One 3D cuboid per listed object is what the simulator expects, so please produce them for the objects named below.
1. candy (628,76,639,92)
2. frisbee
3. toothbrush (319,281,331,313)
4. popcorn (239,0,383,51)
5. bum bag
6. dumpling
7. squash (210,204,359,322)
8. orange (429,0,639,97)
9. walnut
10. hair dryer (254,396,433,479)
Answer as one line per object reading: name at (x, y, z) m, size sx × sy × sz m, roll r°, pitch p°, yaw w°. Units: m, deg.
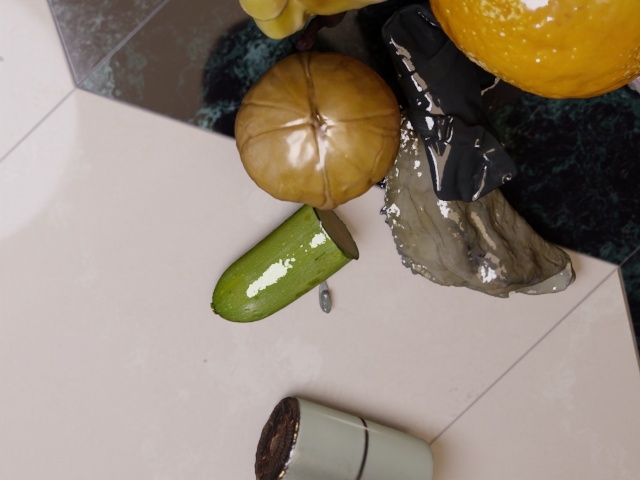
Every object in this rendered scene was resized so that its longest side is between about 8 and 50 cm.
candy at (0.453, -0.234, 1.901) m, size 0.185 × 0.137 × 0.195 m, roll 41°, pitch 92°, yaw -21°
frisbee at (0.175, -0.134, 1.931) m, size 0.211 × 0.012 × 0.187 m, roll -8°, pitch 110°, yaw -12°
toothbrush at (-0.001, -0.001, 1.927) m, size 0.014 × 0.017 × 0.194 m, roll -10°, pitch 107°, yaw -16°
popcorn at (-0.025, -0.363, 1.678) m, size 0.349 × 0.349 × 0.381 m, roll -33°, pitch 141°, yaw -2°
bum bag at (0.154, -0.167, 1.853) m, size 0.123 × 0.060 × 0.248 m, roll -29°, pitch 98°, yaw -32°
dumpling at (0.173, -0.013, 1.926) m, size 0.166 × 0.086 × 0.332 m, roll -43°, pitch 109°, yaw 4°
squash at (-0.052, 0.036, 1.886) m, size 0.188 × 0.095 × 0.095 m, roll -36°, pitch 113°, yaw 15°
orange at (0.287, -0.313, 1.714) m, size 0.293 × 0.340 × 0.340 m, roll 43°, pitch 94°, yaw 20°
walnut at (-0.004, -0.123, 1.779) m, size 0.193 × 0.226 × 0.193 m, roll 1°, pitch 86°, yaw -8°
hair dryer at (-0.022, 0.383, 2.000) m, size 0.203 × 0.128 × 0.362 m, roll 20°, pitch 109°, yaw -20°
